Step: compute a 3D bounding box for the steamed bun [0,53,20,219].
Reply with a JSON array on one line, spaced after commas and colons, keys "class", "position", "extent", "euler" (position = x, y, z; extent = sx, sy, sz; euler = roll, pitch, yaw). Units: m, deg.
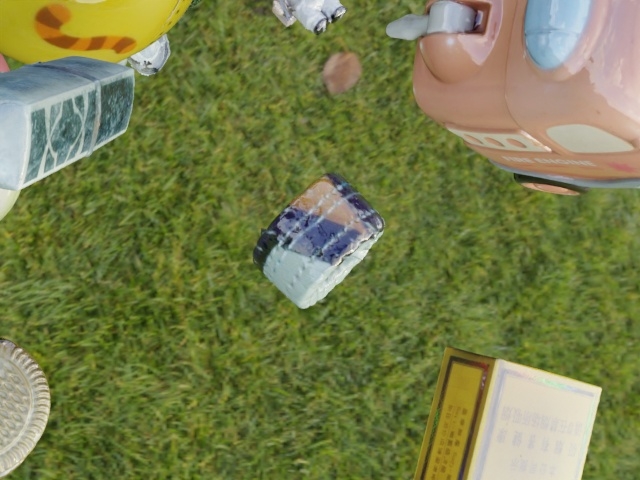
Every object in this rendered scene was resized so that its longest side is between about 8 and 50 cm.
[{"class": "steamed bun", "position": [-0.530, -0.164, 1.341], "extent": [0.309, 0.309, 0.309], "euler": [7, 77, -31]}]

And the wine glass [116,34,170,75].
[{"class": "wine glass", "position": [-0.426, -0.383, 1.963], "extent": [0.126, 0.241, 0.126], "euler": [-1, 91, -52]}]

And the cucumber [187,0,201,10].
[{"class": "cucumber", "position": [-0.187, -0.380, 1.461], "extent": [0.058, 0.187, 0.058], "euler": [13, 70, -39]}]

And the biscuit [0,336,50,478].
[{"class": "biscuit", "position": [-0.580, 0.282, 1.623], "extent": [0.259, 0.079, 0.259], "euler": [5, 76, -21]}]

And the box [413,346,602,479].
[{"class": "box", "position": [0.192, 0.284, 1.075], "extent": [0.193, 0.084, 0.301], "euler": [19, 84, -37]}]

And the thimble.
[{"class": "thimble", "position": [0.000, 0.000, 1.720], "extent": [0.150, 0.237, 0.237], "euler": [45, 58, 10]}]

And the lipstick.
[{"class": "lipstick", "position": [-0.233, -0.107, 0.831], "extent": [0.076, 0.289, 0.077], "euler": [13, 106, 2]}]

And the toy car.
[{"class": "toy car", "position": [0.190, -0.135, 0.710], "extent": [0.212, 0.270, 0.180], "euler": [12, 88, -39]}]

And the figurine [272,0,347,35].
[{"class": "figurine", "position": [-0.059, -0.373, 1.336], "extent": [0.137, 0.112, 0.229], "euler": [-42, 79, -8]}]

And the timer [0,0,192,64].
[{"class": "timer", "position": [-0.311, -0.360, 1.084], "extent": [0.387, 0.376, 0.376], "euler": [-30, 98, -60]}]
